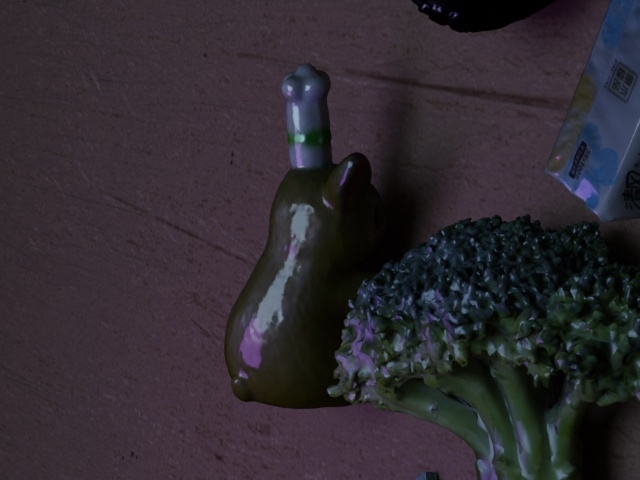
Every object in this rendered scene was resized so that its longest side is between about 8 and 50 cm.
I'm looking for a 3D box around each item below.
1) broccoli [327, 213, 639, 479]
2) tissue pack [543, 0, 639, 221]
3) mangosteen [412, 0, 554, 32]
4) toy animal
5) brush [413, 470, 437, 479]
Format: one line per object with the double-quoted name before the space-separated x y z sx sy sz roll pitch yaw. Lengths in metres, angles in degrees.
"broccoli" 0.157 0.169 1.659 0.353 0.275 0.397 -112 15 -61
"tissue pack" 0.312 -0.124 1.431 0.145 0.159 0.229 45 126 40
"mangosteen" 0.164 -0.309 1.663 0.194 0.194 0.230 24 83 56
"toy animal" 0.012 0.008 1.900 0.181 0.180 0.363 34 110 46
"brush" 0.099 0.272 1.879 0.083 0.019 0.021 -52 37 43
